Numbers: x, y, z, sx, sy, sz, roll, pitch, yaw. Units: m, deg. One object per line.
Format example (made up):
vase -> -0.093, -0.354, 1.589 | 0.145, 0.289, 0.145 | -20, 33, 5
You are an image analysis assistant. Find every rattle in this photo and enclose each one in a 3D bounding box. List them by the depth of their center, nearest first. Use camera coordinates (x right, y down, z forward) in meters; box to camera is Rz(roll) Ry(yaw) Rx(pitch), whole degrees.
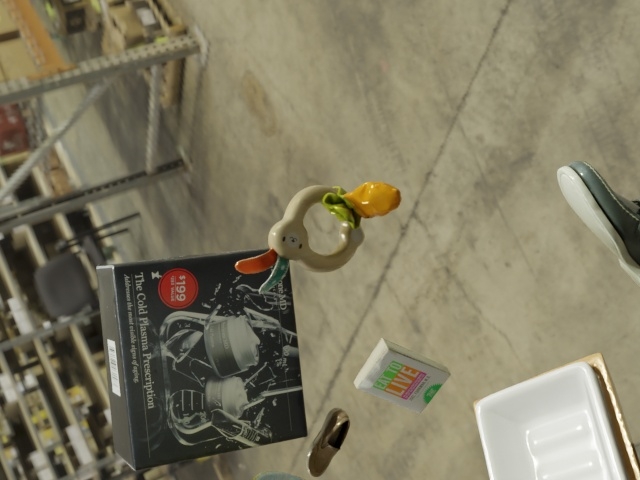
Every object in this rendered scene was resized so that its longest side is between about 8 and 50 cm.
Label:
rattle -> 0.000, 0.000, 1.207 | 0.142, 0.199, 0.130 | 16, 123, 47

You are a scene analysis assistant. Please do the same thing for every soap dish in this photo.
soap dish -> 0.365, 0.343, 1.309 | 0.229, 0.118, 0.291 | -29, 55, 31

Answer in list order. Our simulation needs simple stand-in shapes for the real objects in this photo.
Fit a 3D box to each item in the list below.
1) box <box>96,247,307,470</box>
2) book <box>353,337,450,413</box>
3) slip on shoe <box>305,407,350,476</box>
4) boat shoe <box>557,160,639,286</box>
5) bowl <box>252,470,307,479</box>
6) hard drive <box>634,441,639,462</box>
box -> -0.211, 0.194, 1.563 | 0.179, 0.312, 0.343 | 174, 89, -66
book -> 0.141, 0.238, 1.533 | 0.096, 0.144, 0.035 | -57, 27, 17
slip on shoe -> 0.017, 0.370, 1.594 | 0.041, 0.051, 0.135 | 32, 97, 55
boat shoe -> 0.453, -0.020, 1.268 | 0.319, 0.099, 0.116 | 43, -171, -27
bowl -> -0.022, 0.495, 1.316 | 0.156, 0.289, 0.289 | -56, 44, 6
hard drive -> 0.545, 0.414, 1.469 | 0.308, 0.203, 0.040 | 82, 167, -48
